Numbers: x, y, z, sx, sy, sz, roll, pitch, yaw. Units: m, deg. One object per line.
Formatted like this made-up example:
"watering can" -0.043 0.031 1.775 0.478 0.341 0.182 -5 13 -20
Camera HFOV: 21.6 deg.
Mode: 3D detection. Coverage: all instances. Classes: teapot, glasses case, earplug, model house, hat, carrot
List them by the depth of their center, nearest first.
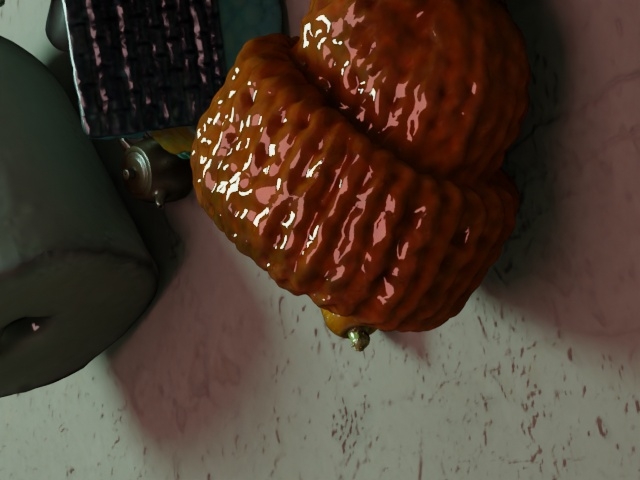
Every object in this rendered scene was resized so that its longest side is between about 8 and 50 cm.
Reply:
"hat" 0.091 -0.134 1.429 0.285 0.285 0.400 43 102 36
"carrot" 0.000 0.000 1.662 0.061 0.061 0.257 -56 47 41
"model house" -0.188 -0.203 1.692 0.226 0.241 0.261 -7 93 48
"teapot" -0.190 -0.083 1.850 0.121 0.068 0.076 57 136 25
"glasses case" -0.277 -0.311 1.930 0.072 0.042 0.191 50 133 42
"earplug" -0.400 -0.051 1.932 0.312 0.312 0.394 -53 56 42

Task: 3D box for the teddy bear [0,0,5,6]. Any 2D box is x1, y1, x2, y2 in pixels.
"teddy bear" -0.351 -0.343 1.930 0.111 0.133 0.213 11 74 19
